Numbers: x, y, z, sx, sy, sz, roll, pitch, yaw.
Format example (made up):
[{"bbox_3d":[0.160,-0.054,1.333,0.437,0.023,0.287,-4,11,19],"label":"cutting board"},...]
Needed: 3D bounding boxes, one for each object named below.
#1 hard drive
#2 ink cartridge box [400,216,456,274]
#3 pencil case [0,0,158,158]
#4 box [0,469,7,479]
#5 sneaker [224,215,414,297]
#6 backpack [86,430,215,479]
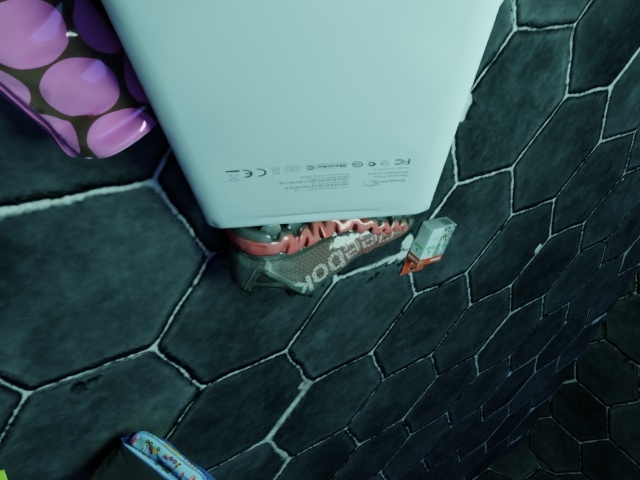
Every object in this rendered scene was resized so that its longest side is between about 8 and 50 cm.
[{"bbox_3d":[-0.007,-0.108,0.443,0.233,0.047,0.353,-4,157,0],"label":"hard drive"},{"bbox_3d":[0.182,0.017,0.979,0.063,0.029,0.115,-11,132,-39],"label":"ink cartridge box"},{"bbox_3d":[-0.199,-0.136,0.391,0.098,0.095,0.209,-61,148,-14],"label":"pencil case"},{"bbox_3d":[-0.435,0.326,0.648,0.178,0.042,0.109,0,125,-46],"label":"box"},{"bbox_3d":[0.000,0.000,0.720,0.276,0.097,0.135,-11,132,-36],"label":"sneaker"},{"bbox_3d":[-0.222,0.354,0.804,0.117,0.158,0.173,-53,162,-22],"label":"backpack"}]
